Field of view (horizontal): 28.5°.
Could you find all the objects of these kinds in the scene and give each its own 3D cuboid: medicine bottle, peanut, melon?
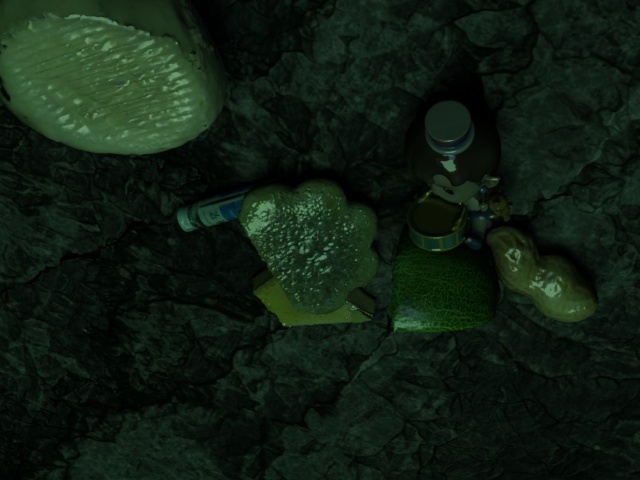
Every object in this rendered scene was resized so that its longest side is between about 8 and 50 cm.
[{"bbox_3d":[-0.153,-0.059,2.122,0.191,0.051,0.051,-14,129,28],"label":"medicine bottle"},{"bbox_3d":[0.359,0.054,2.069,0.228,0.085,0.104,34,130,-15],"label":"peanut"},{"bbox_3d":[0.206,0.049,2.016,0.169,0.265,0.129,7,109,9],"label":"melon"}]

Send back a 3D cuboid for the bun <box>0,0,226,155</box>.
[{"bbox_3d":[-0.310,-0.287,1.832,0.360,0.211,0.359,3,143,2],"label":"bun"}]

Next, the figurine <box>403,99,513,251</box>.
[{"bbox_3d":[0.196,-0.111,1.896,0.161,0.158,0.275,37,153,39],"label":"figurine"}]

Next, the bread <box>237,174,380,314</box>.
[{"bbox_3d":[0.000,0.000,2.086,0.207,0.056,0.286,-29,124,10],"label":"bread"}]

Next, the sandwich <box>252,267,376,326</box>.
[{"bbox_3d":[-0.022,0.108,2.250,0.193,0.058,0.162,33,135,-19],"label":"sandwich"}]
